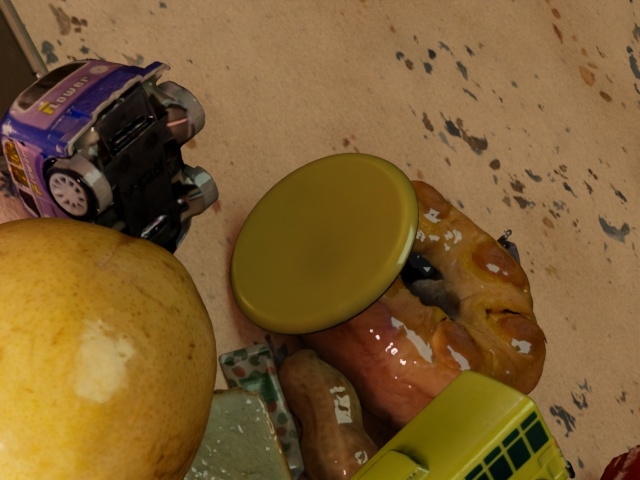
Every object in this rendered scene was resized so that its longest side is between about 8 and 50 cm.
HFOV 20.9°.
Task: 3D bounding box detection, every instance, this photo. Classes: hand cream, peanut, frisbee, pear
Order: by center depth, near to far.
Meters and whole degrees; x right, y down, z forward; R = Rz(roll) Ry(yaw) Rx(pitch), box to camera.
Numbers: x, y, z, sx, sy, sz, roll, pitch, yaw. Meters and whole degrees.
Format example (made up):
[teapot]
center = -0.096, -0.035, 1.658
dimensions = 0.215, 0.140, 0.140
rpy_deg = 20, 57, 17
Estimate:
[pear]
center = -0.231, 0.126, 1.465
dimensions = 0.314, 0.314, 0.314
rpy_deg = 31, 41, -31
[hand cream]
center = -0.057, 0.188, 1.851
dimensions = 0.057, 0.037, 0.165
rpy_deg = -14, 69, -19
[peanut]
center = 0.009, 0.204, 1.877
dimensions = 0.089, 0.089, 0.193
rpy_deg = 7, 52, -48
[frisbee]
center = 0.000, 0.000, 1.909
dimensions = 0.017, 0.236, 0.236
rpy_deg = 48, 29, -46

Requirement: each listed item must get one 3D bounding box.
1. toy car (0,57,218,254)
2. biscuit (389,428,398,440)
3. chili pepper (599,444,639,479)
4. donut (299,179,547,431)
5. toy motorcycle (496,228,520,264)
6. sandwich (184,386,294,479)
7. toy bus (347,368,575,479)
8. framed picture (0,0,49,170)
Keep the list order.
[toy car]
center = -0.221, -0.066, 1.749
dimensions = 0.172, 0.158, 0.235
rpy_deg = -44, 140, -36
[biscuit]
center = 0.160, 0.259, 2.050
dimensions = 0.204, 0.040, 0.309
rpy_deg = 19, 47, -41
[chili pepper]
center = 0.385, 0.396, 2.129
dimensions = 0.338, 0.131, 0.134
rpy_deg = -63, 138, -57
[donut]
center = 0.106, 0.076, 1.998
dimensions = 0.299, 0.150, 0.317
rpy_deg = 12, 45, -33
[toy motorcycle]
center = 0.194, 0.023, 2.260
dimensions = 0.215, 0.080, 0.122
rpy_deg = 32, 41, -24
[sandwich]
center = -0.102, 0.268, 1.685
dimensions = 0.226, 0.087, 0.251
rpy_deg = 0, 62, -52
[toy bus]
center = 0.119, 0.267, 1.790
dimensions = 0.262, 0.128, 0.150
rpy_deg = -41, 124, -19
[framed picture]
center = -0.392, -0.213, 1.797
dimensions = 0.240, 0.020, 0.324
rpy_deg = -18, 76, -55
